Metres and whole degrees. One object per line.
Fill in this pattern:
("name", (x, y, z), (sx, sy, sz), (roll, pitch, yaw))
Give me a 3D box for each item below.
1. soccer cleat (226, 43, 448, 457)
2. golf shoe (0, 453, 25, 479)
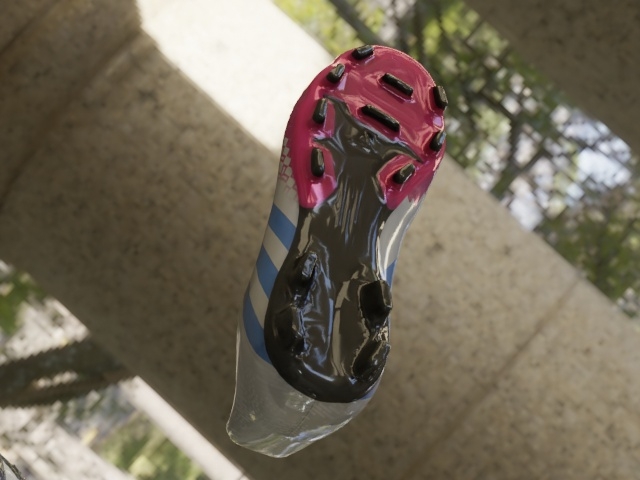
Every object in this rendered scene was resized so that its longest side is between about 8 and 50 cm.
("soccer cleat", (0.000, 0.000, 0.994), (0.143, 0.116, 0.331), (-51, -163, 47))
("golf shoe", (-0.190, 0.184, 0.801), (0.077, 0.198, 0.094), (-36, -177, 4))
